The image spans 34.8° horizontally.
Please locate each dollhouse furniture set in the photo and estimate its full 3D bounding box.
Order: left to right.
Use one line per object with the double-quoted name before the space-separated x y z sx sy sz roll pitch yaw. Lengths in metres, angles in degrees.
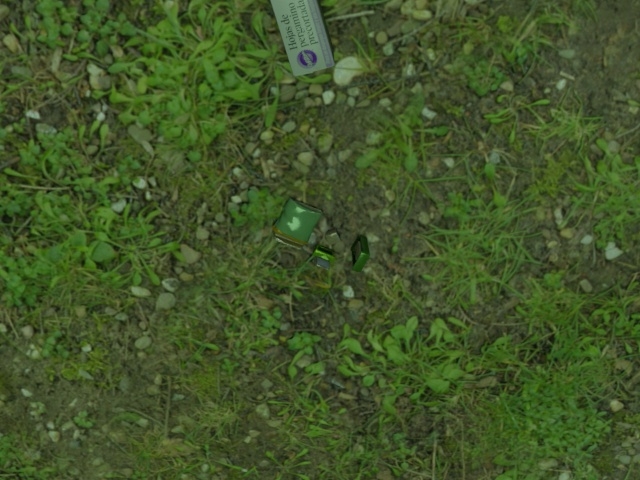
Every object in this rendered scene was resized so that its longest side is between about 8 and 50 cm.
"dollhouse furniture set" 0.000 0.000 1.623 0.152 0.058 0.076 22 118 -13

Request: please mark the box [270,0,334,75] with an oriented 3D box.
"box" -0.052 -0.385 1.384 0.063 0.067 0.324 -13 122 8
